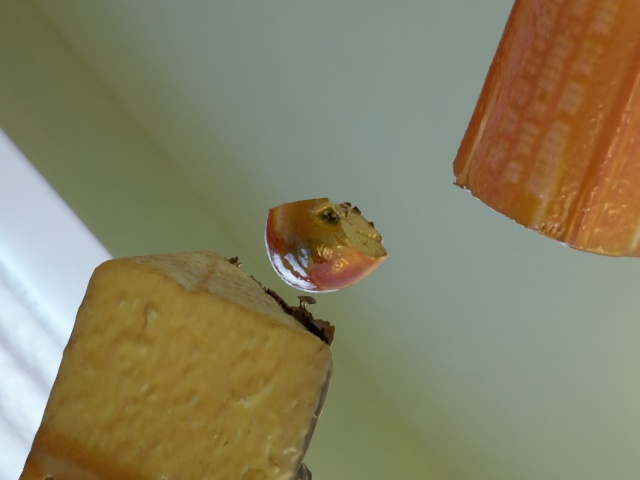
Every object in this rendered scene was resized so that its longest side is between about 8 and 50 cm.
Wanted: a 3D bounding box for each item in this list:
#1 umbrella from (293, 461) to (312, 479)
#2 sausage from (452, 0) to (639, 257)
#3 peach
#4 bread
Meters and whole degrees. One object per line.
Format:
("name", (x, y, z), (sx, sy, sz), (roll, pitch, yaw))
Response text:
("umbrella", (-0.105, 0.177, 1.639), (0.094, 0.326, 0.090), (-22, -141, 20))
("sausage", (0.278, -0.158, 1.565), (0.233, 0.233, 0.287), (-57, 168, -68))
("peach", (-0.006, 0.004, 1.938), (0.118, 0.151, 0.151), (-53, -176, 10))
("bread", (-0.094, 0.186, 1.327), (0.405, 0.242, 0.346), (20, 86, -75))
